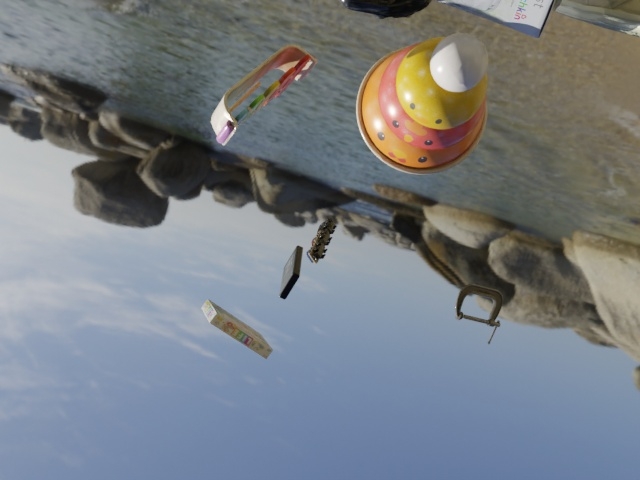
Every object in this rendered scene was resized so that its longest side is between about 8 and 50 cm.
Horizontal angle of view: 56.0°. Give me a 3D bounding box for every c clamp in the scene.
[{"bbox_3d":[0.393,0.179,1.491,0.160,0.137,0.022,21,-172,-24],"label":"c clamp"}]

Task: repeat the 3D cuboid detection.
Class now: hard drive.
[{"bbox_3d":[-0.081,0.087,1.663,0.022,0.094,0.135,25,-149,-12],"label":"hard drive"}]

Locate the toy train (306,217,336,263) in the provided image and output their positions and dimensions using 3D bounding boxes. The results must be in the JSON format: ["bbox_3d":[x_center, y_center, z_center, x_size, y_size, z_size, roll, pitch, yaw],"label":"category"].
[{"bbox_3d":[0.000,0.000,1.129,0.036,0.027,0.158,-26,-162,21],"label":"toy train"}]

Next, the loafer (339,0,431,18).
[{"bbox_3d":[0.118,-0.450,1.134,0.223,0.076,0.078,-17,167,-37],"label":"loafer"}]

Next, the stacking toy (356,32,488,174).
[{"bbox_3d":[0.270,-0.363,1.412,0.350,0.351,0.480,17,176,1],"label":"stacking toy"}]

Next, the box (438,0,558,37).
[{"bbox_3d":[0.384,-0.552,1.183,0.231,0.262,0.127,28,152,16],"label":"box"}]

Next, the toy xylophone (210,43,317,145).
[{"bbox_3d":[-0.156,-0.362,1.498,0.081,0.323,0.236,47,162,-8],"label":"toy xylophone"}]

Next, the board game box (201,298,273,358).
[{"bbox_3d":[-0.181,0.191,1.304,0.154,0.026,0.103,38,176,-23],"label":"board game box"}]

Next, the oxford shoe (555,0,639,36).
[{"bbox_3d":[0.635,-0.495,1.241,0.169,0.130,0.449,10,-153,-20],"label":"oxford shoe"}]
